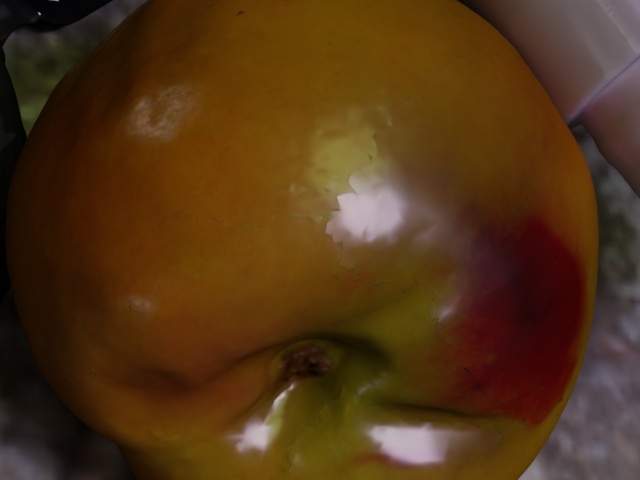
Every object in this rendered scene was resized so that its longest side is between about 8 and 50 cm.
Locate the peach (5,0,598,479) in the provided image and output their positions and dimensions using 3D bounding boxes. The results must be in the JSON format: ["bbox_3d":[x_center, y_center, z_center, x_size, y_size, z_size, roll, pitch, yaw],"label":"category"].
[{"bbox_3d":[0.000,0.000,0.438,0.138,0.138,0.138,12,63,-25],"label":"peach"}]

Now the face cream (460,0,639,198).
[{"bbox_3d":[0.047,-0.125,0.468,0.102,0.102,0.345,-31,81,-36],"label":"face cream"}]

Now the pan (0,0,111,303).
[{"bbox_3d":[-0.099,-0.049,0.464,0.136,0.028,0.235,50,53,1],"label":"pan"}]
